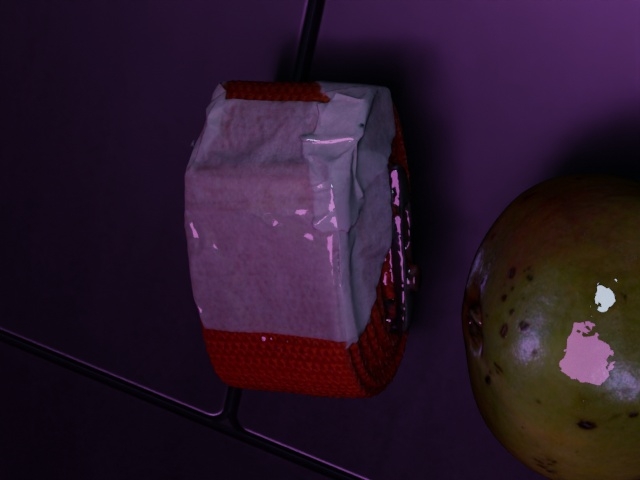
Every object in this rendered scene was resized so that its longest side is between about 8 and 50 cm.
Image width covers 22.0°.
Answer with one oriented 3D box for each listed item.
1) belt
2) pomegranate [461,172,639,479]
[{"bbox_3d":[0.000,0.000,0.993,0.124,0.128,0.201,4,113,22],"label":"belt"},{"bbox_3d":[0.183,0.052,0.926,0.210,0.180,0.180,9,121,-13],"label":"pomegranate"}]
